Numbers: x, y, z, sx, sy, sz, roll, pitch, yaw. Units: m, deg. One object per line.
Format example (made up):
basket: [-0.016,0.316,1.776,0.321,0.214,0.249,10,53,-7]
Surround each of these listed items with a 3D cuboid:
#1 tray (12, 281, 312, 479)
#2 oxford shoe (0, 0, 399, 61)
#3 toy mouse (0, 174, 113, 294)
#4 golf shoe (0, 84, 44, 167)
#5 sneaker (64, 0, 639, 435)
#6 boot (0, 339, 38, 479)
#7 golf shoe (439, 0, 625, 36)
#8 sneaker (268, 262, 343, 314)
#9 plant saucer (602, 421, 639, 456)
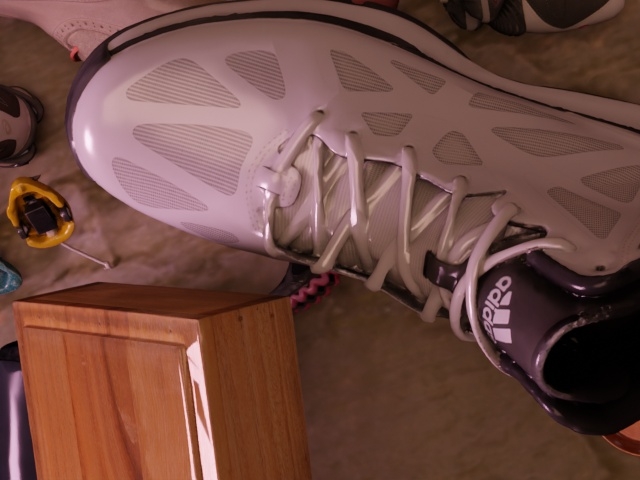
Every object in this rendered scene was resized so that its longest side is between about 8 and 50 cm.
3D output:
tray: [-0.083,0.237,1.141,0.203,0.076,0.411,2,101,50]
oxford shoe: [-0.127,-0.137,1.248,0.348,0.123,0.130,9,97,8]
toy mouse: [-0.244,-0.009,1.277,0.143,0.161,0.031,-26,43,9]
golf shoe: [-0.294,-0.089,1.282,0.198,0.094,0.077,1,92,8]
sneaker: [0.066,-0.022,1.105,0.447,0.257,0.169,10,110,-6]
boot: [-0.210,0.171,1.273,0.246,0.094,0.207,-4,94,0]
golf shoe: [0.145,-0.271,1.233,0.120,0.105,0.273,3,97,-9]
sneaker: [0.000,0.000,1.274,0.119,0.047,0.057,-45,80,-2]
plant saucer: [0.220,0.104,1.260,0.083,0.013,0.083,0,90,7]
